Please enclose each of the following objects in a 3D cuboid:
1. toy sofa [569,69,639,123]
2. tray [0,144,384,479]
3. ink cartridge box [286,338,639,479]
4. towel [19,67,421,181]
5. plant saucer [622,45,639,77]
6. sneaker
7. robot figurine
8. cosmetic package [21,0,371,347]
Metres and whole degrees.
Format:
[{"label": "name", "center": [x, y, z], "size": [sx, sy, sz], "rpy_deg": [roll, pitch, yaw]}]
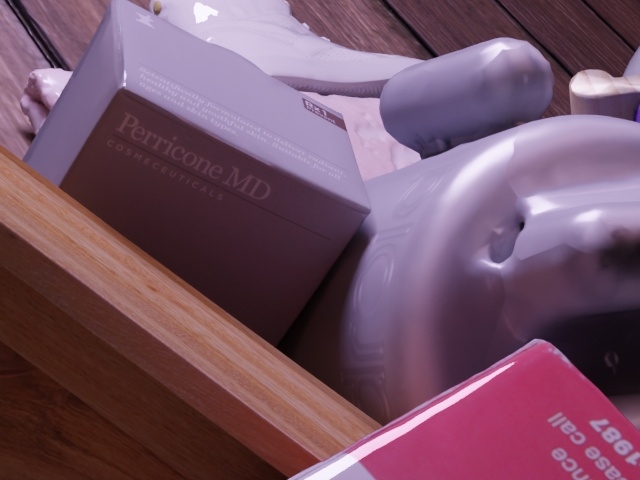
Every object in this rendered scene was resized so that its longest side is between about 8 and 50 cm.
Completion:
[{"label": "toy sofa", "center": [0.198, 0.074, 0.865], "size": [0.177, 0.150, 0.363], "rpy_deg": [-8, 48, 6]}, {"label": "tray", "center": [-0.187, 0.044, 0.582], "size": [0.411, 0.203, 0.076], "rpy_deg": [36, 15, 2]}, {"label": "ink cartridge box", "center": [-0.010, 0.234, 0.359], "size": [0.384, 0.160, 0.279], "rpy_deg": [-24, 58, -31]}, {"label": "towel", "center": [0.000, 0.000, 1.026], "size": [0.331, 0.053, 0.317], "rpy_deg": [2, 42, -41]}, {"label": "plant saucer", "center": [0.309, 0.020, 1.232], "size": [0.400, 0.100, 0.400], "rpy_deg": [-22, 90, -81]}, {"label": "sneaker", "center": [-0.005, -0.156, 1.270], "size": [0.292, 0.108, 0.169], "rpy_deg": [5, 41, -44]}, {"label": "robot figurine", "center": [0.078, 0.056, 0.710], "size": [0.199, 0.353, 0.300], "rpy_deg": [1, 82, -23]}, {"label": "cosmetic package", "center": [-0.093, 0.027, 0.690], "size": [0.127, 0.238, 0.107], "rpy_deg": [24, 27, -21]}]
